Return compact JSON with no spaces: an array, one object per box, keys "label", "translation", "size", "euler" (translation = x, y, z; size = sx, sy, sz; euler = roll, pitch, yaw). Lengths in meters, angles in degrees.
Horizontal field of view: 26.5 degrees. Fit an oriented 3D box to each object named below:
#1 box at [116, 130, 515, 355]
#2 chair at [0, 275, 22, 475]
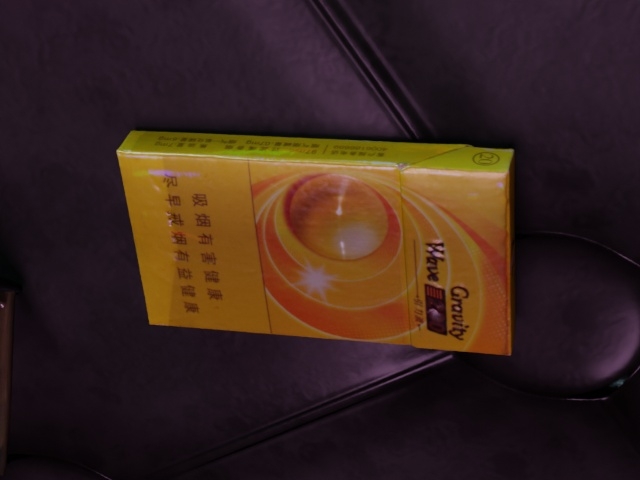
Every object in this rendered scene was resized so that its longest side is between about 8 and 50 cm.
[{"label":"box","translation":[0.000,0.000,0.942],"size":[0.269,0.043,0.152],"euler":[4,126,13]},{"label":"chair","translation":[-0.333,0.039,1.003],"size":[0.188,0.166,0.272],"euler":[-2,81,18]}]
